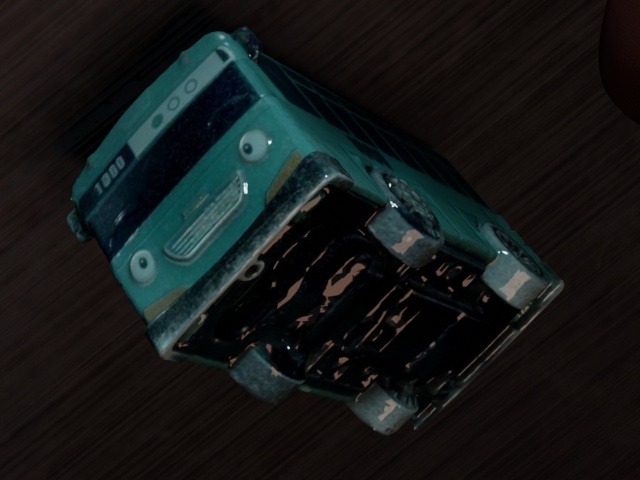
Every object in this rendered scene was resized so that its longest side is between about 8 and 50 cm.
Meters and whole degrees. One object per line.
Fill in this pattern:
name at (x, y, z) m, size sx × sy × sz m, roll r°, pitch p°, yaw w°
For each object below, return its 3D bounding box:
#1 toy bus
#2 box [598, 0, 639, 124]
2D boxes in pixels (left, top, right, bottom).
toy bus at (0.000, 0.000, 0.830) m, size 0.128 × 0.147 × 0.256 m, roll -47°, pitch 149°, yaw 13°
box at (0.226, -0.219, 0.662) m, size 0.263 × 0.108 × 0.404 m, roll -44°, pitch 155°, yaw -48°
